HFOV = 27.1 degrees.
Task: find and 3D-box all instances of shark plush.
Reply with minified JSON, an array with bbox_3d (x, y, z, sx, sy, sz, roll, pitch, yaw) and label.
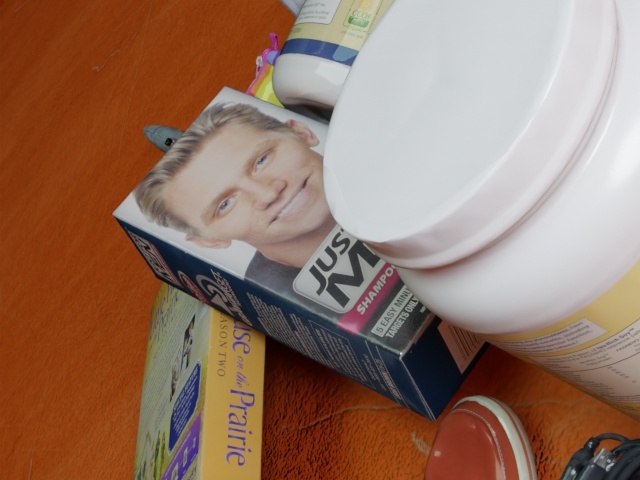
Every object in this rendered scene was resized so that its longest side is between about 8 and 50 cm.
[{"bbox_3d":[-0.183,-0.113,1.740,0.073,0.067,0.161,-55,30,12],"label":"shark plush"}]

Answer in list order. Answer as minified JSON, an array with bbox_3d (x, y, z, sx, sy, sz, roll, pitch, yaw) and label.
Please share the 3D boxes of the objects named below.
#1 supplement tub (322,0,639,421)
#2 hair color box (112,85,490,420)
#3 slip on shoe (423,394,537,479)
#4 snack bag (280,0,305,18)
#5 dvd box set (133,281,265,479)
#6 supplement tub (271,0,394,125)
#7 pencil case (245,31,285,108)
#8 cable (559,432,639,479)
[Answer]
[{"bbox_3d":[0.191,-0.024,0.827,0.241,0.331,0.241,-37,39,37],"label":"supplement tub"},{"bbox_3d":[0.000,0.000,1.163,0.347,0.105,0.174,23,65,37],"label":"hair color box"},{"bbox_3d":[0.080,0.268,0.994,0.123,0.101,0.331,-10,57,56],"label":"slip on shoe"},{"bbox_3d":[0.066,-0.336,1.340,0.037,0.323,0.343,20,81,26],"label":"snack bag"},{"bbox_3d":[-0.126,0.164,1.341,0.308,0.062,0.420,120,157,-46],"label":"dvd box set"},{"bbox_3d":[0.115,-0.229,1.216,0.228,0.228,0.316,17,80,60],"label":"supplement tub"},{"bbox_3d":[-0.076,-0.117,1.550,0.236,0.104,0.104,-59,30,6],"label":"pencil case"},{"bbox_3d":[0.203,0.226,0.904,0.150,0.047,0.184,21,82,55],"label":"cable"}]
